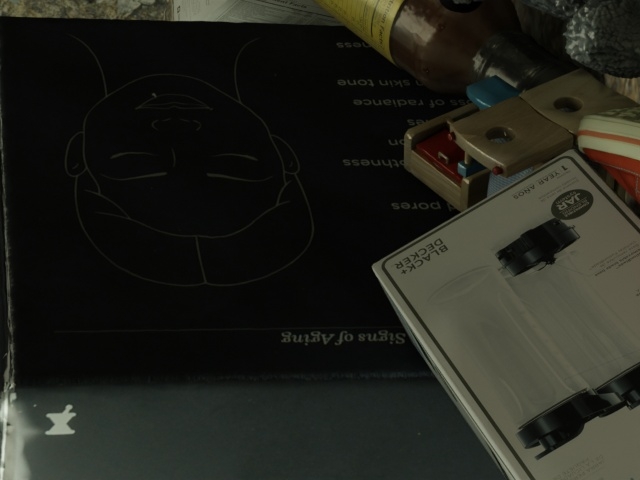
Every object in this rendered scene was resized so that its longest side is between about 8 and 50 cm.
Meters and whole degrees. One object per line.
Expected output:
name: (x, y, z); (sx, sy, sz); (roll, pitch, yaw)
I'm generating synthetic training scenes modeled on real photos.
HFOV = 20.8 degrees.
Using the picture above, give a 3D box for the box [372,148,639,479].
box: (0.170, 0.082, 1.107); (0.290, 0.169, 0.087); (54, 174, 50)

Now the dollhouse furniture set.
dollhouse furniture set: (0.124, -0.067, 1.307); (0.183, 0.129, 0.129); (41, 144, 41)

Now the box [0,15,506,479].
box: (-0.038, 0.058, 1.465); (0.472, 0.480, 0.297); (-105, 19, -51)

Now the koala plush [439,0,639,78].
koala plush: (0.139, -0.243, 1.293); (0.196, 0.221, 0.203); (-114, 28, -62)

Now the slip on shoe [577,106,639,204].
slip on shoe: (0.247, -0.022, 1.061); (0.331, 0.123, 0.101); (-138, 46, -67)

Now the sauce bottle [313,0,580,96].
sauce bottle: (0.092, -0.197, 1.496); (0.344, 0.111, 0.111); (42, 137, 33)

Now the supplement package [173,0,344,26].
supplement package: (-0.015, -0.330, 1.872); (0.262, 0.198, 0.199); (-31, 57, 54)
